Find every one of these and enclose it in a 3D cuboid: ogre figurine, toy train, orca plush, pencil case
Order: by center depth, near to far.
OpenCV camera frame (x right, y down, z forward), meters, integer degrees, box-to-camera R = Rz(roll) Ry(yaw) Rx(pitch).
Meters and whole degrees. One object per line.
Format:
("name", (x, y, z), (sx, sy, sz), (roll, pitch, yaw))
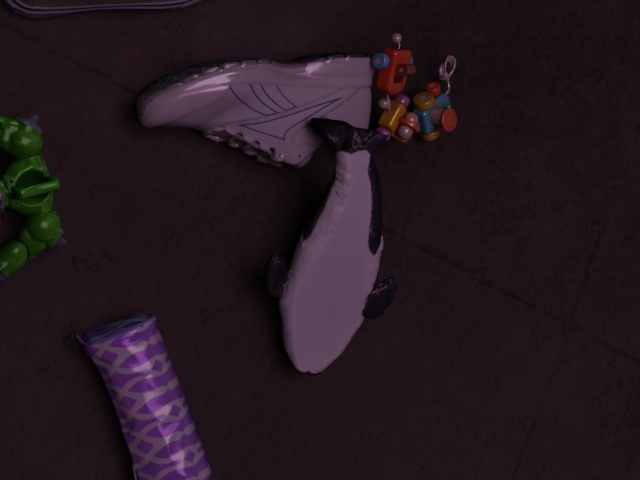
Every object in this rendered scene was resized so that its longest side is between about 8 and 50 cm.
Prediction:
("ogre figurine", (-0.328, -0.045, 1.641), (0.118, 0.097, 0.197), (-14, 84, -16))
("pencil case", (-0.185, 0.180, 1.718), (0.088, 0.086, 0.206), (-19, 96, -3))
("orca plush", (0.000, 0.000, 1.810), (0.151, 0.102, 0.287), (-7, 109, -13))
("toy train", (0.117, -0.170, 1.861), (0.166, 0.046, 0.125), (-1, 109, -53))

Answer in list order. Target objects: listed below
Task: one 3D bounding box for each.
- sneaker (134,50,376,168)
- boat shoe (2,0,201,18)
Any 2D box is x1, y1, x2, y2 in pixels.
("sneaker", (-0.061, -0.140, 1.779), (0.297, 0.111, 0.129), (-6, 96, -27))
("boat shoe", (-0.191, -0.294, 1.718), (0.302, 0.094, 0.109), (-19, 97, -27))
